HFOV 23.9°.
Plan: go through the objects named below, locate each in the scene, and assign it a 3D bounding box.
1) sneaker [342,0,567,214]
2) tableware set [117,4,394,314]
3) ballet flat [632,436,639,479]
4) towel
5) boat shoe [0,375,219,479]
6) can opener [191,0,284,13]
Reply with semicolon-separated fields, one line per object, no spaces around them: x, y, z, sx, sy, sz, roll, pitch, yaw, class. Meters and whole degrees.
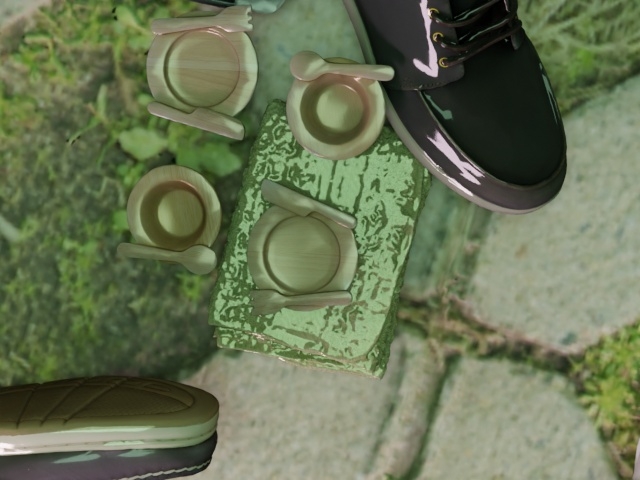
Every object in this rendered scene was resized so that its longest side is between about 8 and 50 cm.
0.073;-0.118;0.795;0.083;0.118;0.222;-32;90;-18;sneaker
-0.038;-0.043;0.833;0.141;0.020;0.169;12;98;10;tableware set
0.241;0.107;0.824;0.280;0.095;0.096;-31;81;-5;ballet flat
0.000;0.000;0.861;0.110;0.027;0.148;13;95;4;towel
-0.190;0.136;0.847;0.285;0.103;0.092;-7;97;8;boat shoe
-0.143;-0.186;0.826;0.283;0.095;0.076;11;93;-3;can opener
